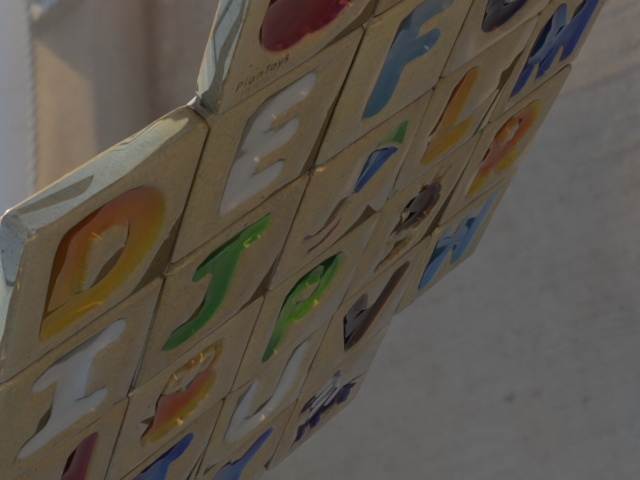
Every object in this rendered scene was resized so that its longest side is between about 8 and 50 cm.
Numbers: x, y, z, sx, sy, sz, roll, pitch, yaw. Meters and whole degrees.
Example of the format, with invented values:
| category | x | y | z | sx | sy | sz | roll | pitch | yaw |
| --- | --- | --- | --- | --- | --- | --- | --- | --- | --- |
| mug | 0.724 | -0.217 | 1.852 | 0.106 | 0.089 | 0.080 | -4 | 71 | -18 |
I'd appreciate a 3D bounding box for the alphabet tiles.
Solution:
| category | x | y | z | sx | sy | sz | roll | pitch | yaw |
| --- | --- | --- | --- | --- | --- | --- | --- | --- | --- |
| alphabet tiles | 0.000 | 0.000 | 0.498 | 0.011 | 0.285 | 0.342 | 41 | 141 | 17 |
